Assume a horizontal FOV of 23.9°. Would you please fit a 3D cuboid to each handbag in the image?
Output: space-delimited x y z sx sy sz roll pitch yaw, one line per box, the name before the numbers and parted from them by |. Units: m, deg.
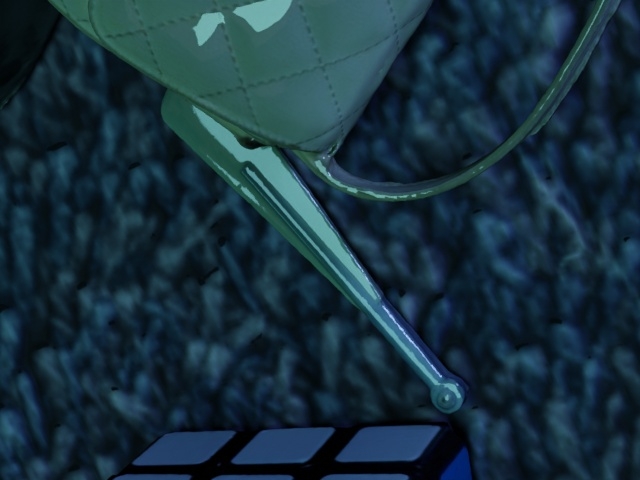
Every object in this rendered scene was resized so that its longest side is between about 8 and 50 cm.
handbag | 0.021 -0.140 0.586 0.219 0.079 0.256 35 117 4

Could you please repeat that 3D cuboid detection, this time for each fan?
fan | 0.000 0.000 0.670 0.038 0.016 0.193 -42 89 25

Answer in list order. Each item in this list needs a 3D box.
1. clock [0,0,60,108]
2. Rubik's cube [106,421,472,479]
clock | -0.261 -0.181 0.686 0.325 0.067 0.325 6 108 20
Rubik's cube | -0.020 0.183 0.656 0.163 0.162 0.160 -5 104 21
